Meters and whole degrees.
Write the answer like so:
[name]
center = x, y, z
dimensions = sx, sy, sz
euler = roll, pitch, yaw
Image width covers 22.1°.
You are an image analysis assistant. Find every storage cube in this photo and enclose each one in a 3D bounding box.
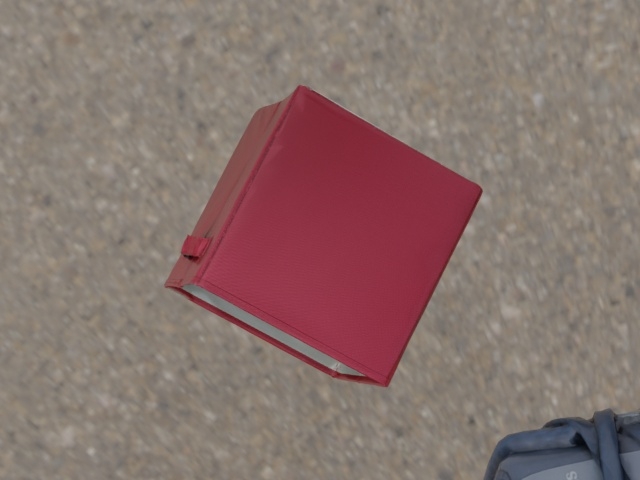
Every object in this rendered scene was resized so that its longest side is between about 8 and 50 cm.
[storage cube]
center = 0.000, 0.000, 1.440
dimensions = 0.215, 0.184, 0.193
euler = 28, 82, -11

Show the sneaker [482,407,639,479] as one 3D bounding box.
[sneaker]
center = 0.119, 0.080, 0.450
dimensions = 0.300, 0.121, 0.111
euler = -48, 41, 30
